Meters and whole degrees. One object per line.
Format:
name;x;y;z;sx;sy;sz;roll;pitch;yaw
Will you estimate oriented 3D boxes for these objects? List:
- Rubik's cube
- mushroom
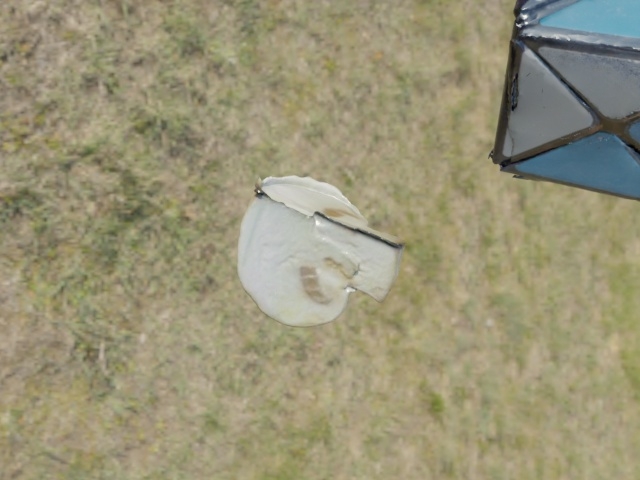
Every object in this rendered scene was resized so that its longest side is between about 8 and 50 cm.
Rubik's cube;0.422;-0.261;1.425;0.307;0.305;0.310;87;22;-53
mushroom;-0.013;0.018;1.494;0.162;0.236;0.173;-88;-158;-67
